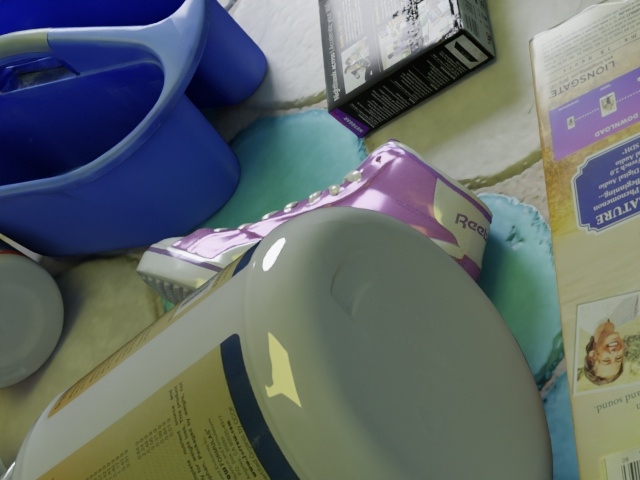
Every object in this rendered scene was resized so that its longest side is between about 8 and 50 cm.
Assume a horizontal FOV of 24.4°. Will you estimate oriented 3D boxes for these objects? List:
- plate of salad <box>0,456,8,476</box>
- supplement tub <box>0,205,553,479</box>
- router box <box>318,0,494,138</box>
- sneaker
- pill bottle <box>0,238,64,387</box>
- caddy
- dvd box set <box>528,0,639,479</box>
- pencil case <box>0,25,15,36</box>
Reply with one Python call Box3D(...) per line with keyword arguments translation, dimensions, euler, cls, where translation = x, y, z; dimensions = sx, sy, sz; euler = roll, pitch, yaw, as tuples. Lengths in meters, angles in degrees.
Box3D(translation=(-0.339, 0.216, 1.183), dimensions=(0.048, 0.200, 0.199), euler=(132, 150, -54), cls="plate of salad")
Box3D(translation=(-0.044, 0.148, 0.893), dimensions=(0.316, 0.228, 0.228), euler=(-37, 42, 32), cls="supplement tub")
Box3D(translation=(0.063, -0.186, 1.179), dimensions=(0.133, 0.046, 0.178), euler=(-29, 46, 28), cls="router box")
Box3D(translation=(0.001, 0.001, 1.078), dimensions=(0.282, 0.102, 0.161), euler=(9, 66, 36), cls="sneaker")
Box3D(translation=(-0.336, 0.043, 1.351), dimensions=(0.221, 0.124, 0.124), euler=(24, 81, 49), cls="pill bottle")
Box3D(translation=(-0.215, -0.125, 1.287), dimensions=(0.341, 0.179, 0.241), euler=(-8, 57, 34), cls="caddy")
Box3D(translation=(0.277, -0.012, 0.832), dimensions=(0.308, 0.062, 0.420), euler=(-26, 47, 30), cls="dvd box set")
Box3D(translation=(-0.354, -0.130, 1.467), dimensions=(0.104, 0.104, 0.236), euler=(46, 119, 50), cls="pencil case")
